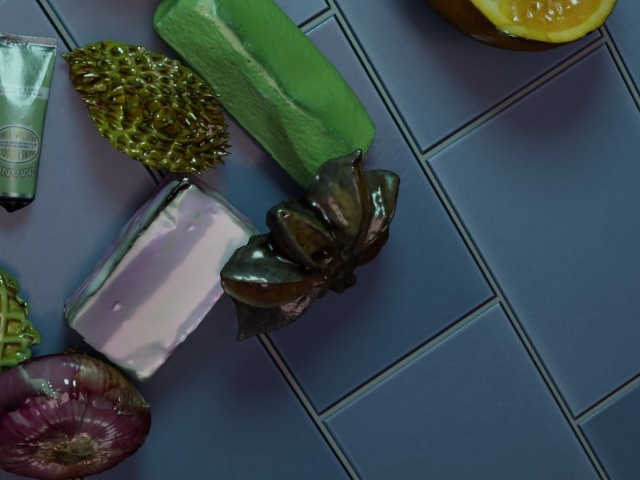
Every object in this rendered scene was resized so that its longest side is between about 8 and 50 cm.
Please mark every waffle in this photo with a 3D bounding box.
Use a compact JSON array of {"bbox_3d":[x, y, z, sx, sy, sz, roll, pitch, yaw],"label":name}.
[{"bbox_3d":[-0.493,0.118,1.536,0.214,0.054,0.208,-36,104,-1],"label":"waffle"}]

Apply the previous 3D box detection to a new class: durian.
[{"bbox_3d":[-0.220,-0.184,1.496,0.252,0.139,0.144,17,109,-16],"label":"durian"}]

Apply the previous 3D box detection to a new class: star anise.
[{"bbox_3d":[-0.007,0.013,1.529,0.315,0.315,0.108,-44,73,-2],"label":"star anise"}]

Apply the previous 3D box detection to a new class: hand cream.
[{"bbox_3d":[-0.399,-0.153,1.509,0.086,0.055,0.235,4,93,-17],"label":"hand cream"}]

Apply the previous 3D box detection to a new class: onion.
[{"bbox_3d":[-0.346,0.218,1.545,0.230,0.230,0.163,-9,58,-6],"label":"onion"}]

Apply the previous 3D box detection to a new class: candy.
[{"bbox_3d":[-0.070,-0.221,1.537,0.132,0.142,0.343,-32,111,32],"label":"candy"},{"bbox_3d":[-0.213,0.046,1.555,0.155,0.116,0.265,38,90,-21],"label":"candy"}]

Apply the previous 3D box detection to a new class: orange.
[{"bbox_3d":[0.243,-0.386,1.513,0.310,0.274,0.274,24,96,27],"label":"orange"}]
